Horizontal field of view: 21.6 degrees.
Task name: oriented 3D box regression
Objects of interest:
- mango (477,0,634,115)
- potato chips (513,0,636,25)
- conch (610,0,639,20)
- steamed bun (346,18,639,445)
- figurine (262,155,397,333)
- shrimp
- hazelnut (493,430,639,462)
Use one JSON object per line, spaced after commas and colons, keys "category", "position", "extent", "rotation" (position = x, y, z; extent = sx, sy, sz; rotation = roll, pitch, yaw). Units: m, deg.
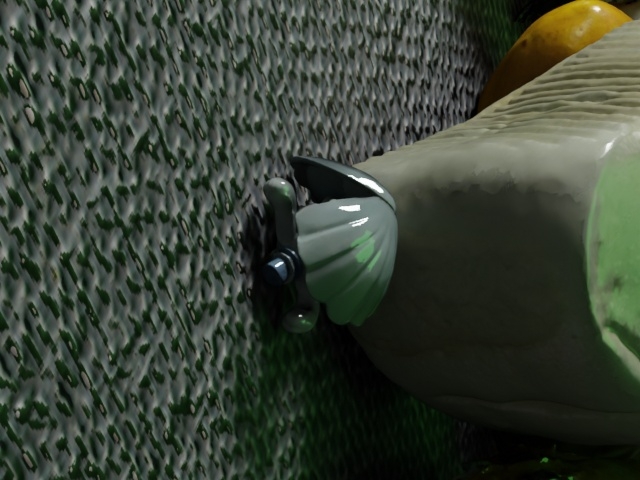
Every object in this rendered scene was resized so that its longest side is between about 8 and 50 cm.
{"category": "mango", "position": [0.200, -0.085, 1.312], "extent": [0.126, 0.154, 0.252], "rotation": [-78, 168, -44]}
{"category": "potato chips", "position": [0.251, -0.234, 1.376], "extent": [0.026, 0.209, 0.142], "rotation": [53, 21, -28]}
{"category": "conch", "position": [0.281, -0.107, 1.444], "extent": [0.149, 0.275, 0.183], "rotation": [-39, 177, -16]}
{"category": "steamed bun", "position": [0.202, 0.005, 1.078], "extent": [0.383, 0.247, 0.236], "rotation": [-28, 112, -42]}
{"category": "figurine", "position": [0.000, 0.000, 0.920], "extent": [0.094, 0.082, 0.086], "rotation": [51, 59, -35]}
{"category": "shrimp", "position": [0.150, 0.160, 1.079], "extent": [0.294, 0.154, 0.062], "rotation": [18, 85, -58]}
{"category": "hazelnut", "position": [0.224, 0.104, 1.291], "extent": [0.212, 0.181, 0.181], "rotation": [124, -32, -45]}
